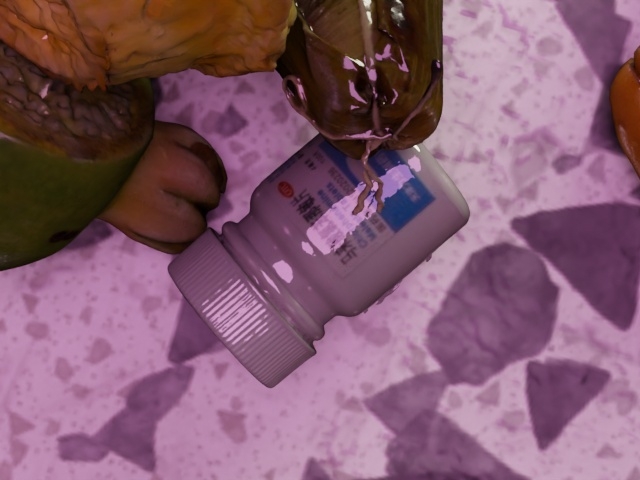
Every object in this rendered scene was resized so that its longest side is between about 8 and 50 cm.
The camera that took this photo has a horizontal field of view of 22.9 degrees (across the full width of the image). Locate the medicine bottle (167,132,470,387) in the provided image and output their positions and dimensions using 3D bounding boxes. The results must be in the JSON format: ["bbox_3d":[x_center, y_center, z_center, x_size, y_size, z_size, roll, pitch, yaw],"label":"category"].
[{"bbox_3d":[0.000,0.000,0.969,0.168,0.105,0.105,-41,89,1],"label":"medicine bottle"}]

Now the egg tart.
[{"bbox_3d":[-0.129,-0.171,0.812,0.288,0.288,0.118,42,69,1],"label":"egg tart"}]

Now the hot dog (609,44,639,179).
[{"bbox_3d":[0.271,-0.021,0.982,0.100,0.068,0.249,-36,89,0],"label":"hot dog"}]

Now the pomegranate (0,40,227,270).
[{"bbox_3d":[-0.188,-0.065,0.960,0.159,0.241,0.190,-48,62,33],"label":"pomegranate"}]

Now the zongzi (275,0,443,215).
[{"bbox_3d":[0.064,-0.171,0.926,0.241,0.111,0.248,-29,51,-3],"label":"zongzi"}]
